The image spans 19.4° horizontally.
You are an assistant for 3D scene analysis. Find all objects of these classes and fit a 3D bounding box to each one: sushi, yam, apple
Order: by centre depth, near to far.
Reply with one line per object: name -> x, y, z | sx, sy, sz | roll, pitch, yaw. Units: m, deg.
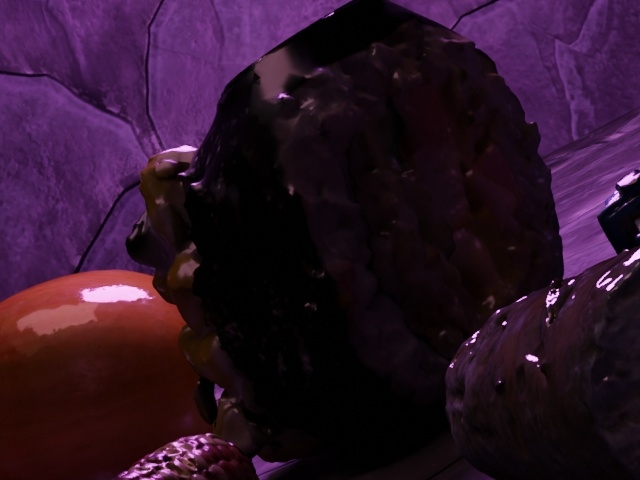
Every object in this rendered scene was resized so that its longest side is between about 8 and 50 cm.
yam -> 0.140, 0.068, 0.890 | 0.133, 0.133, 0.330 | -29, 1, -16
sushi -> 0.000, 0.000, 1.498 | 0.285, 0.328, 0.328 | -17, 14, 42
apple -> -0.208, 0.143, 1.767 | 0.241, 0.242, 0.242 | -13, 7, 14

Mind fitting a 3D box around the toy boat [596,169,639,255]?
toy boat -> 0.330, -0.043, 1.409 | 0.238, 0.109, 0.098 | -30, 23, 9

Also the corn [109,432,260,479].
corn -> -0.141, 0.217, 1.199 | 0.098, 0.098, 0.290 | -25, 6, 42
